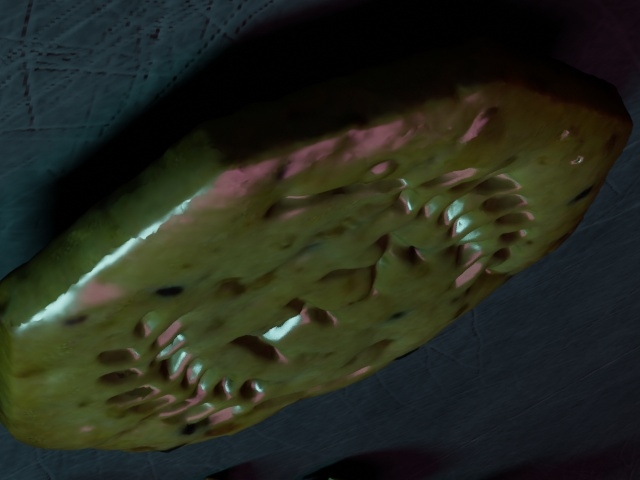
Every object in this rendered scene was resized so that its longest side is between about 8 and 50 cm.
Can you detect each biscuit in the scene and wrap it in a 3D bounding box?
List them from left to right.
[{"bbox_3d":[-0.003,0.016,0.966,0.359,0.046,0.359,-23,159,-9],"label":"biscuit"}]

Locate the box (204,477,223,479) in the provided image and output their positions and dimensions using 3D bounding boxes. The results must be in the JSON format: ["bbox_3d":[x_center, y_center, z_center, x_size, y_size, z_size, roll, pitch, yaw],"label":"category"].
[{"bbox_3d":[-0.091,0.303,1.525,0.035,0.139,0.245,13,147,6],"label":"box"}]

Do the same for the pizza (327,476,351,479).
[{"bbox_3d":[-0.022,0.262,1.664,0.199,0.062,0.188,-22,149,9],"label":"pizza"}]
